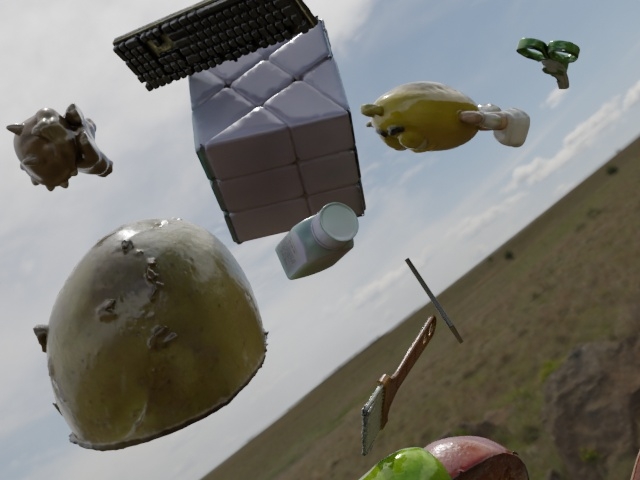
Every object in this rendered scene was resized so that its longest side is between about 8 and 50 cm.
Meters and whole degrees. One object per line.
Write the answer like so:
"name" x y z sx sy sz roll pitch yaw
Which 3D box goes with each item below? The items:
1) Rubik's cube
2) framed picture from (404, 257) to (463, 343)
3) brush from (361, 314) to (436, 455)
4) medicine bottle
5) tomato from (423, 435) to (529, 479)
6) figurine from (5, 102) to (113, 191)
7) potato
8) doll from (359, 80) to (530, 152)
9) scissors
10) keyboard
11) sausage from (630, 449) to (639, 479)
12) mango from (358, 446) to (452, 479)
"Rubik's cube" -0.066 -0.166 1.228 0.221 0.231 0.225 -13 -38 1
"framed picture" 0.200 0.106 1.395 0.011 0.149 0.109 -33 -29 5
"brush" 0.126 0.200 1.221 0.314 0.017 0.090 -44 -38 -53
"medicine bottle" 0.000 0.000 0.989 0.074 0.055 0.118 -17 -14 -28
"tomato" 0.258 0.516 1.610 0.338 0.144 0.338 -16 -55 -23
"figurine" -0.575 -0.197 1.737 0.173 0.177 0.247 -24 7 -4
"potato" -0.319 0.125 1.446 0.385 0.319 0.442 -15 15 11
"doll" 0.283 -0.284 1.872 0.423 0.161 0.348 0 4 -5
"scissors" 0.403 -0.300 1.364 0.204 0.101 0.027 18 -93 -62
"keyboard" -0.153 -0.279 1.098 0.317 0.106 0.027 -11 47 36
"sausage" 0.415 0.288 0.995 0.041 0.039 0.131 13 83 57
"mango" 0.080 0.413 1.070 0.273 0.185 0.149 -39 -1 11
